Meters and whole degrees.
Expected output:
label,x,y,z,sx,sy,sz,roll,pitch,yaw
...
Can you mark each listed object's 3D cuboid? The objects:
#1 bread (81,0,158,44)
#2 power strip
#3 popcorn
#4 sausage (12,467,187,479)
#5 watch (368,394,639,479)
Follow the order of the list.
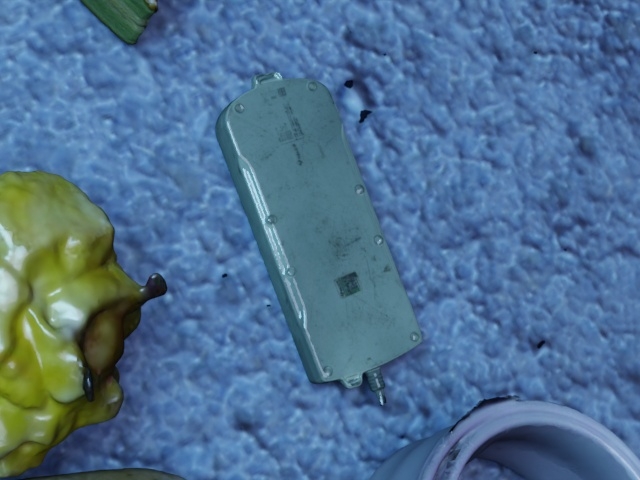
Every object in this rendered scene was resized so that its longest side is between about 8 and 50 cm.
label,x,y,z,sx,sy,sz,roll,pitch,yaw
bread,-0.160,-0.189,0.802,0.139,0.074,0.084,19,72,-17
power strip,0.000,0.000,0.852,0.080,0.029,0.226,-19,87,-23
popcorn,-0.167,0.044,0.725,0.152,0.148,0.167,5,93,12
sausage,-0.276,0.217,0.665,0.501,0.123,0.136,-18,98,-22
watch,0.126,0.223,0.782,0.217,0.211,0.248,-39,86,-30
